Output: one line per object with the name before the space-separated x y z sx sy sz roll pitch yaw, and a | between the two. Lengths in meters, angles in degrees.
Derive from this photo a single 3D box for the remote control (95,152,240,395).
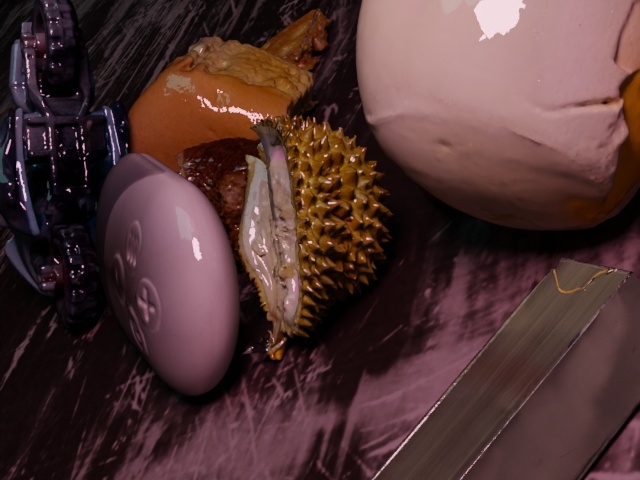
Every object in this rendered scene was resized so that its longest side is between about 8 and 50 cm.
remote control | -0.163 0.030 1.309 0.103 0.221 0.332 -6 17 -22

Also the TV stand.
TV stand | 0.134 0.138 0.890 0.269 0.088 0.082 -46 27 -17

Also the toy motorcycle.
toy motorcycle | -0.339 -0.093 1.597 0.172 0.416 0.232 -6 -2 -22

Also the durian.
durian | 0.000 0.000 1.240 0.193 0.137 0.237 -161 78 -65

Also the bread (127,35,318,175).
bread | -0.147 -0.162 1.616 0.262 0.163 0.204 -22 19 22

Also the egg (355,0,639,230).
egg | 0.173 -0.181 1.084 0.283 0.283 0.345 -7 74 46

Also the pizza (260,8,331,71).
pizza | -0.048 -0.255 1.785 0.175 0.046 0.134 -38 26 -1

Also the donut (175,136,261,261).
donut | -0.087 -0.055 1.440 0.144 0.126 0.187 -28 27 3

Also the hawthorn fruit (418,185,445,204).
hawthorn fruit | 0.129 -0.082 1.260 0.093 0.093 0.093 -29 28 17
